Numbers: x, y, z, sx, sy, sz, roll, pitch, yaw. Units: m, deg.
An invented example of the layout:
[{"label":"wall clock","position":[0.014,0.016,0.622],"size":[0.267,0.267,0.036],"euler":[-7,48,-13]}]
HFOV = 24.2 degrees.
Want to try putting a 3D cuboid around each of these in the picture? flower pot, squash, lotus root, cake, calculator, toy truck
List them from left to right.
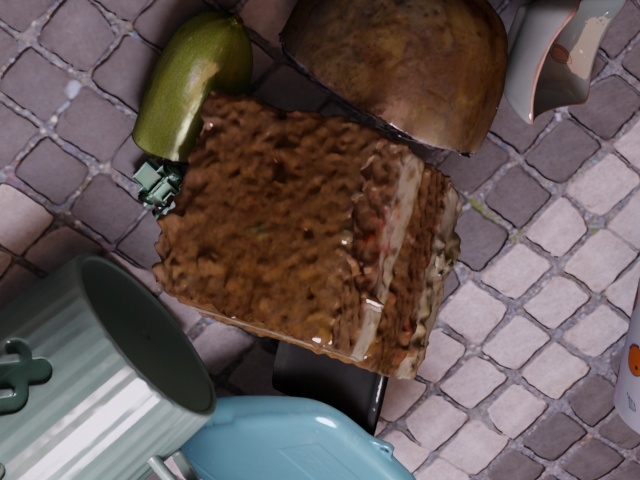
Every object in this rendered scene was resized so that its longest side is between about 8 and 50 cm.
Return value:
[{"label":"toy truck","position":[-0.157,-0.036,1.866],"size":[0.175,0.081,0.067],"euler":[42,106,-8]},{"label":"squash","position":[-0.140,-0.184,1.741],"size":[0.123,0.123,0.186],"euler":[15,118,-18]},{"label":"calculator","position":[-0.048,0.286,1.950],"size":[0.386,0.054,0.256],"euler":[-15,131,43]},{"label":"cake","position":[0.000,0.000,1.704],"size":[0.290,0.282,0.255],"euler":[23,85,-57]},{"label":"flower pot","position":[0.023,0.140,1.929],"size":[0.148,0.235,0.235],"euler":[14,119,6]},{"label":"lotus root","position":[0.104,-0.232,1.679],"size":[0.272,0.272,0.192],"euler":[27,103,-23]}]

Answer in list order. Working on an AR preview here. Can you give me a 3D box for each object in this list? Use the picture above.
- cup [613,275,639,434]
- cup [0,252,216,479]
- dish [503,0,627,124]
[{"label":"cup","position":[0.517,0.096,1.970],"size":[0.212,0.212,0.317],"euler":[-1,119,-9]},{"label":"cup","position":[-0.331,0.264,1.867],"size":[0.392,0.310,0.401],"euler":[-39,112,10]},{"label":"dish","position":[0.275,-0.229,1.759],"size":[0.077,0.212,0.151],"euler":[27,113,21]}]
